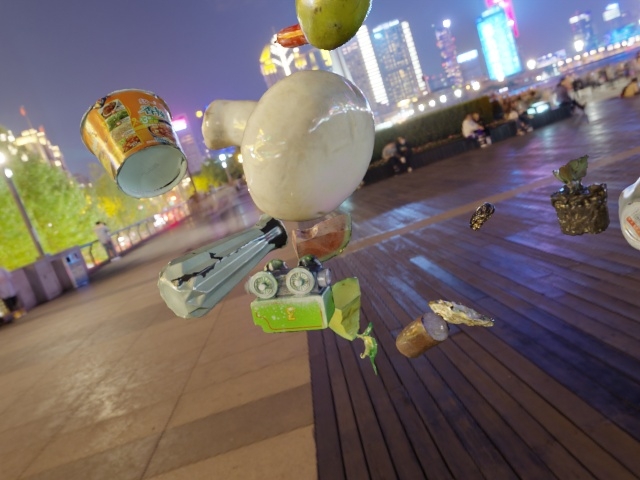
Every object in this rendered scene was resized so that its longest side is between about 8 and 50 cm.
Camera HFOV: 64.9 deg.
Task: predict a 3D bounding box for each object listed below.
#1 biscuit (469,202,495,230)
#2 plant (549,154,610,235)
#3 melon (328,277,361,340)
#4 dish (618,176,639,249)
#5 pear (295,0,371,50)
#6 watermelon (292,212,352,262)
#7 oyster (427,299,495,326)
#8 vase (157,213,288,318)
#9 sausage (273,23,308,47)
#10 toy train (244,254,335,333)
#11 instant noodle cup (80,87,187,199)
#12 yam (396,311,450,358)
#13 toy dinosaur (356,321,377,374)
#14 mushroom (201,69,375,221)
[{"bbox_3d":[0.472,-0.071,1.475,0.089,0.027,0.087,-60,9,-8],"label":"biscuit"},{"bbox_3d":[0.677,-0.117,1.317,0.131,0.203,0.142,-14,13,37],"label":"plant"},{"bbox_3d":[0.097,0.308,2.145,0.196,0.323,0.124,-29,51,-18],"label":"melon"},{"bbox_3d":[0.760,-0.045,1.155,0.081,0.229,0.229,-16,9,-16],"label":"dish"},{"bbox_3d":[0.035,-0.650,1.365,0.212,0.212,0.269,-29,-28,-47],"label":"pear"},{"bbox_3d":[0.000,0.000,2.074,0.318,0.148,0.226,-27,-26,32],"label":"watermelon"},{"bbox_3d":[0.480,0.256,1.701,0.209,0.071,0.133,17,10,-12],"label":"oyster"},{"bbox_3d":[-0.248,0.056,1.336,0.165,0.165,0.360,-7,24,49],"label":"vase"},{"bbox_3d":[-0.043,-0.698,1.687,0.274,0.074,0.074,-1,18,33],"label":"sausage"},{"bbox_3d":[-0.102,0.193,1.778,0.307,0.248,0.173,-6,13,14],"label":"toy train"},{"bbox_3d":[-0.445,-0.224,1.238,0.230,0.182,0.230,-26,-28,-15],"label":"instant noodle cup"},{"bbox_3d":[0.238,0.227,1.192,0.084,0.084,0.127,-28,-19,-41],"label":"yam"},{"bbox_3d":[0.113,0.245,1.133,0.029,0.119,0.060,-7,-9,-26],"label":"toy dinosaur"},{"bbox_3d":[-0.055,-0.186,1.018,0.356,0.315,0.315,0,6,-14],"label":"mushroom"}]
